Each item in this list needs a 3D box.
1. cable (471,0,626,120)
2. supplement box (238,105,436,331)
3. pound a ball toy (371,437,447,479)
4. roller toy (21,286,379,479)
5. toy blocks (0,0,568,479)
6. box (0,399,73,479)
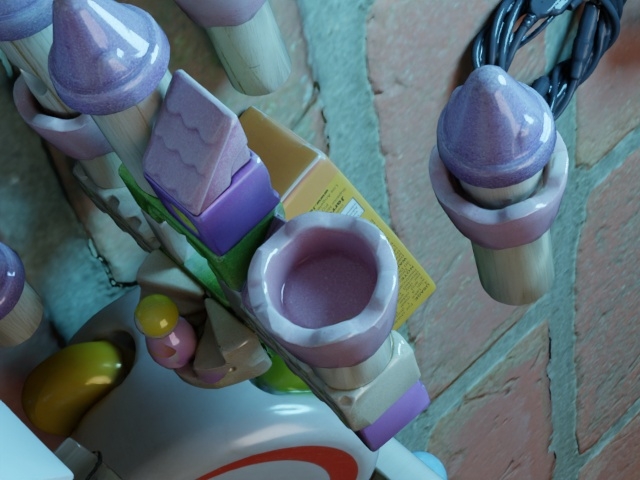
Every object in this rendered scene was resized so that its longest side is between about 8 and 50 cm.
[{"bbox_3d":[0.180,-0.152,1.039,0.184,0.047,0.150,-51,152,-9],"label":"cable"},{"bbox_3d":[0.000,0.000,0.914,0.080,0.078,0.233,-52,146,-3],"label":"supplement box"},{"bbox_3d":[0.127,0.274,1.098,0.136,0.319,0.208,-40,144,-21],"label":"pound a ball toy"},{"bbox_3d":[-0.072,0.112,0.835,0.209,0.146,0.191,-20,147,-6],"label":"roller toy"},{"bbox_3d":[-0.075,-0.020,0.615,0.309,0.288,0.260,-44,152,-11],"label":"toy blocks"},{"bbox_3d":[-0.294,0.197,0.601,0.168,0.215,0.345,1,119,-52],"label":"box"}]
